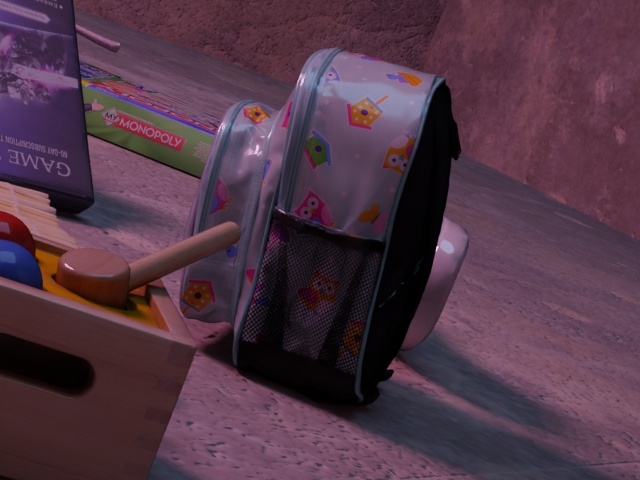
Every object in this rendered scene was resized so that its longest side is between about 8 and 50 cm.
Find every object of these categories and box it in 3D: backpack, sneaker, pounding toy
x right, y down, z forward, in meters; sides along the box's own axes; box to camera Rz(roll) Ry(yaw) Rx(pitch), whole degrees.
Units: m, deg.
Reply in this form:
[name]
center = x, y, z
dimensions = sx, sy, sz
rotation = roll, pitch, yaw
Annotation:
[backpack]
center = 0.004, -0.019, 1.037
dimensions = 0.144, 0.188, 0.166
rotation = 22, 8, 7
[sneaker]
center = 0.000, 0.000, 1.236
dimensions = 0.151, 0.094, 0.256
rotation = 25, -4, -16
[pounding toy]
center = -0.102, 0.032, 0.724
dimensions = 0.141, 0.100, 0.130
rotation = 19, 8, -17

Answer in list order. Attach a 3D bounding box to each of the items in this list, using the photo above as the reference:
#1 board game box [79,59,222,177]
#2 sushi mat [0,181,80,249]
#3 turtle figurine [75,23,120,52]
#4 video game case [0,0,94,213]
[board game box]
center = -0.147, -0.110, 1.798
dimensions = 0.317, 0.046, 0.213
rotation = 22, 7, 3
[sushi mat]
center = -0.252, -0.047, 0.789
dimensions = 0.316, 0.019, 0.151
rotation = 21, 8, -26
[turtle figurine]
center = -0.364, -0.225, 1.708
dimensions = 0.275, 0.198, 0.266
rotation = 58, -20, -2
[video game case]
center = -0.251, -0.163, 1.241
dimensions = 0.196, 0.274, 0.026
rotation = 14, -32, -43
